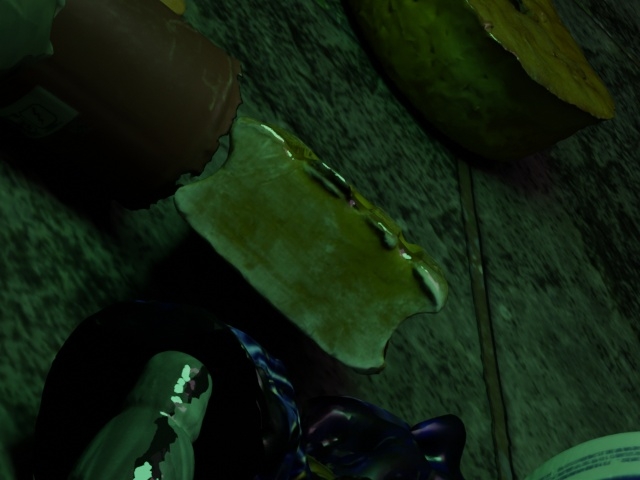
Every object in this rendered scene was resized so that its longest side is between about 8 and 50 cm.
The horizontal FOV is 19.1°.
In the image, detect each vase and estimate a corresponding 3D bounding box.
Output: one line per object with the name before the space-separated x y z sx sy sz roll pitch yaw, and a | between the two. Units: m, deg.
vase | -0.090 0.130 0.758 0.060 0.060 0.211 42 51 -25

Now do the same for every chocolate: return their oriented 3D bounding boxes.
chocolate | -0.001 0.126 0.971 0.148 0.126 0.343 24 -1 33

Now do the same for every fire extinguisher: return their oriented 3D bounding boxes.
fire extinguisher | -0.196 -0.127 0.962 0.337 0.106 0.147 36 55 -32

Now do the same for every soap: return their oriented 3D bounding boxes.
soap | 0.000 0.000 1.050 0.140 0.073 0.232 44 3 1

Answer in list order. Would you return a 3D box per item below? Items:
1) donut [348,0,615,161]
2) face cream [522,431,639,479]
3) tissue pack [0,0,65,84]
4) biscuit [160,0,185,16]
donut | 0.121 -0.185 1.571 0.277 0.108 0.277 41 27 -26
face cream | 0.186 0.212 1.057 0.206 0.206 0.111 49 23 -10
tissue pack | -0.285 -0.165 0.710 0.375 0.195 0.390 55 34 -8
biscuit | -0.145 -0.203 1.211 0.165 0.036 0.250 40 28 -25
